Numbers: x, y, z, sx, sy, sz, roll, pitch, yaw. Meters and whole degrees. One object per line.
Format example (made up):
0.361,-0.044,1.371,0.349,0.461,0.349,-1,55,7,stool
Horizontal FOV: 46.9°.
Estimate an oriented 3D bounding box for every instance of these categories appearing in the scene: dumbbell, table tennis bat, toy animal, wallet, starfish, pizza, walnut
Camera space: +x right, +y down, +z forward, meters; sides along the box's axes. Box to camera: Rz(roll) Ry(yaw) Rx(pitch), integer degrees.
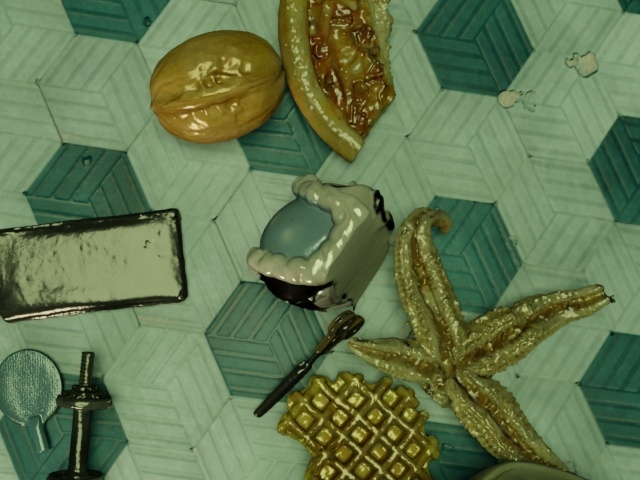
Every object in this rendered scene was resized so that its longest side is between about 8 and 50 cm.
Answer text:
-0.348,0.288,1.067,0.082,0.081,0.254,4,84,-3,dumbbell
-0.429,0.238,1.099,0.100,0.019,0.155,-17,84,-5,table tennis bat
0.000,0.000,1.066,0.156,0.208,0.204,29,84,20,toy animal
-0.348,0.038,1.117,0.285,0.030,0.146,-7,88,-5,wallet
0.260,0.157,1.112,0.432,0.082,0.324,31,81,-3,starfish
0.028,-0.300,1.146,0.182,0.074,0.365,-7,86,5,pizza
-0.152,-0.225,1.093,0.207,0.159,0.159,-19,86,-10,walnut

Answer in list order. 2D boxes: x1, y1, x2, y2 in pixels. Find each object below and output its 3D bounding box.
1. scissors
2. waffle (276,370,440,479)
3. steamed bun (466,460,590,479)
-0.021,0.187,1.108,0.220,0.088,0.017,-46,67,4,scissors
0.053,0.322,1.086,0.249,0.056,0.253,10,76,-4,waffle
0.297,0.445,1.005,0.384,0.236,0.247,16,122,3,steamed bun
